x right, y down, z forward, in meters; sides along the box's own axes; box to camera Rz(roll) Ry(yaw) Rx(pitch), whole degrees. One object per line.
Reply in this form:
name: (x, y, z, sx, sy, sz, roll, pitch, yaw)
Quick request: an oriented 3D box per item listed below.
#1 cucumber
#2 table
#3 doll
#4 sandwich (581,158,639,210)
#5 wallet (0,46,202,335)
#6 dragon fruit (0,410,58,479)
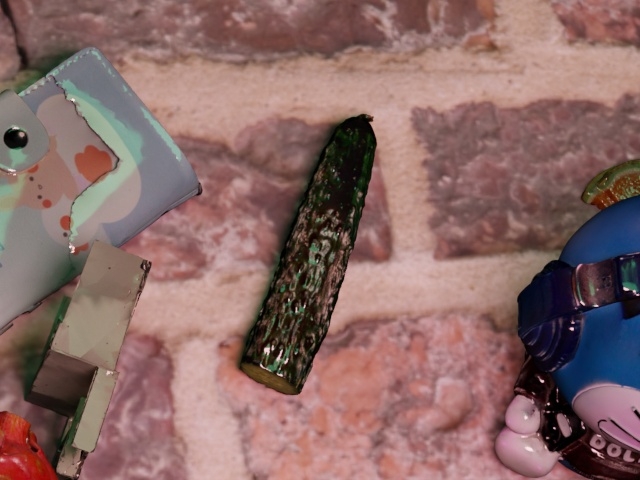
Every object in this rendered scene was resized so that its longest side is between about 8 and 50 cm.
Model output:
cucumber: (0.000, 0.000, 1.797, 0.067, 0.067, 0.293, 22, 64, -5)
table: (-0.202, 0.110, 1.654, 0.062, 0.146, 0.175, 21, 64, -7)
doll: (0.291, 0.092, 1.697, 0.284, 0.310, 0.240, 5, 66, -12)
sandwich: (0.318, -0.044, 1.912, 0.135, 0.029, 0.067, 11, 65, -9)
wallet: (-0.252, -0.044, 1.748, 0.250, 0.075, 0.176, -36, 87, -23)
dragon fruit: (-0.264, 0.219, 1.601, 0.133, 0.136, 0.166, 1, 64, 32)
